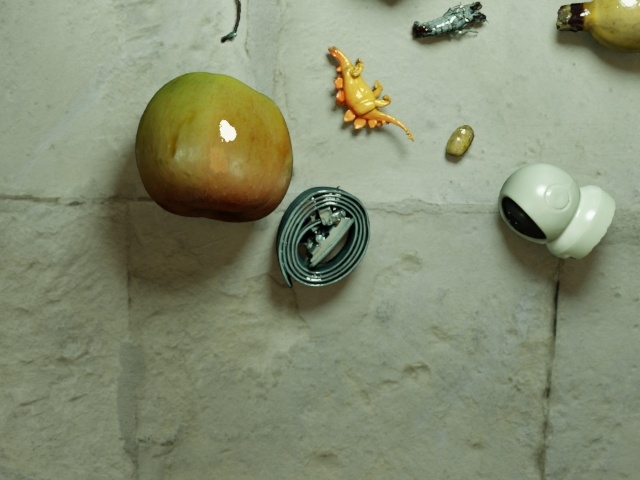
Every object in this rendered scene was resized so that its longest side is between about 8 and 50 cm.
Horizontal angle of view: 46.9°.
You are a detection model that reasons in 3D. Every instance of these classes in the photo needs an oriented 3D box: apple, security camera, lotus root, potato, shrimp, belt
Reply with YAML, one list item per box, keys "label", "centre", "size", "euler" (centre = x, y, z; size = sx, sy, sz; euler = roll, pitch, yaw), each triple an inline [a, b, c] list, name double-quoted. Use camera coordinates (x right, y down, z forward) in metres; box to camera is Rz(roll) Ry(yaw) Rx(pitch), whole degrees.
- label: "apple"
  centre: [-0.222, -0.200, 1.594]
  size: [0.339, 0.338, 0.304]
  euler: [4, 81, -4]
- label: "security camera"
  centre: [0.531, -0.081, 1.710]
  size: [0.236, 0.194, 0.194]
  euler: [30, 98, -8]
- label: "lotus root"
  centre: [0.687, -0.504, 1.644]
  size: [0.310, 0.183, 0.182]
  euler: [-1, 100, 1]
- label: "potato"
  centre: [0.331, -0.235, 1.746]
  size: [0.051, 0.040, 0.083]
  euler: [37, 95, 1]
- label: "shrimp"
  centre: [0.300, -0.491, 1.683]
  size: [0.174, 0.076, 0.082]
  euler: [-17, 123, 1]
- label: "belt"
  centre: [0.000, 0.000, 1.735]
  size: [0.207, 0.116, 0.267]
  euler: [29, 95, -12]

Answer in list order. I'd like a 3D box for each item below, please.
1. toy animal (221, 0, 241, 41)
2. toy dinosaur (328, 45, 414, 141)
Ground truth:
- label: "toy animal"
  centre: [-0.217, -0.582, 1.651]
  size: [0.079, 0.070, 0.252]
  euler: [-3, 117, 33]
- label: "toy dinosaur"
  centre: [0.096, -0.321, 1.707]
  size: [0.117, 0.070, 0.288]
  euler: [-36, 96, 15]
